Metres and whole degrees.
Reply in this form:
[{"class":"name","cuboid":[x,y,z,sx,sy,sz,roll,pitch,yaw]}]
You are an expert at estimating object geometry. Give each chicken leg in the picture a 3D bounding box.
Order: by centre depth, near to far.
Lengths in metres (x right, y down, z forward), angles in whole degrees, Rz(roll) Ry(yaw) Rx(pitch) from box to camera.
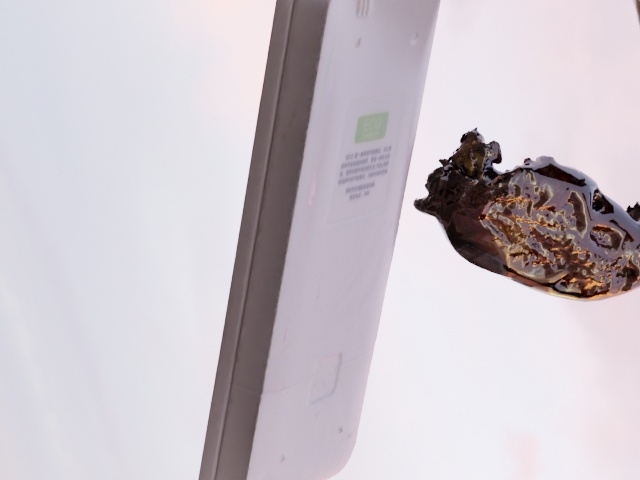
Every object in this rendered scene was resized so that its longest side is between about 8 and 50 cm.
[{"class":"chicken leg","cuboid":[0.179,-0.010,1.023,0.051,0.253,0.106,-103,-158,-50]}]

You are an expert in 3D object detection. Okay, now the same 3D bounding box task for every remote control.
[{"class":"remote control","cuboid":[0.000,0.000,0.747,0.034,0.103,0.250,20,-70,28]}]

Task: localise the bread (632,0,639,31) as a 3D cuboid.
[{"class":"bread","cuboid":[0.258,-0.258,0.885,0.329,0.245,0.424,141,-61,-69]}]
